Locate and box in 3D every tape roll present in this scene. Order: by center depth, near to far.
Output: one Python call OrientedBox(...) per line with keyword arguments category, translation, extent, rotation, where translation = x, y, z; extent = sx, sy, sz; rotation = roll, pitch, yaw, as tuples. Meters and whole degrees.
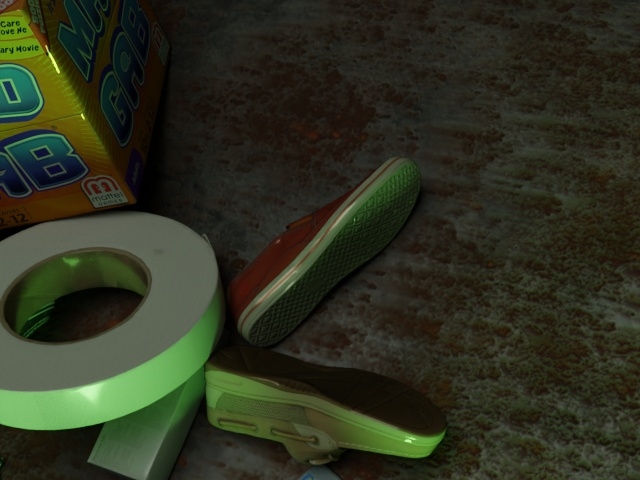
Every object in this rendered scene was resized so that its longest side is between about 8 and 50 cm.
OrientedBox(category="tape roll", translation=(-0.320, 0.096, 1.740), extent=(0.392, 0.072, 0.392), rotation=(-6, 35, 4))

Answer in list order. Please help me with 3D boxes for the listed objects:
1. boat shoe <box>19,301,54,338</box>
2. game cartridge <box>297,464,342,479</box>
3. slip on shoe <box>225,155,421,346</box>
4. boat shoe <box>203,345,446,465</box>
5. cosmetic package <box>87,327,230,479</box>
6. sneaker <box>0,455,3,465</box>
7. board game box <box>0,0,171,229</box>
OrientedBox(category="boat shoe", translation=(-0.489, 0.193, 1.855), extent=(0.301, 0.108, 0.102), rotation=(-40, 90, -16))
OrientedBox(category="game cartridge", translation=(-0.012, 0.327, 1.652), extent=(0.056, 0.017, 0.083), rotation=(37, 81, 35))
OrientedBox(category="slip on shoe", translation=(0.000, 0.000, 1.756), extent=(0.331, 0.123, 0.101), rotation=(-44, 54, 2))
OrientedBox(category="boat shoe", translation=(0.003, 0.226, 1.652), extent=(0.341, 0.121, 0.110), rotation=(13, 109, 30))
OrientedBox(category="cosmetic package", translation=(-0.217, 0.212, 1.759), extent=(0.098, 0.060, 0.239), rotation=(15, 71, 26))
OrientedBox(category="sneaker", translation=(-0.478, 0.340, 1.807), extent=(0.069, 0.038, 0.098), rotation=(16, 72, 27))
OrientedBox(category="board game box", translation=(-0.467, -0.265, 1.869), extent=(0.356, 0.356, 0.357), rotation=(-10, 45, 15))
